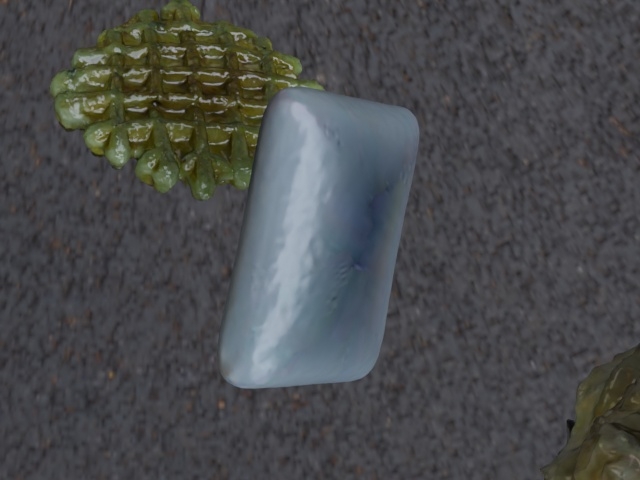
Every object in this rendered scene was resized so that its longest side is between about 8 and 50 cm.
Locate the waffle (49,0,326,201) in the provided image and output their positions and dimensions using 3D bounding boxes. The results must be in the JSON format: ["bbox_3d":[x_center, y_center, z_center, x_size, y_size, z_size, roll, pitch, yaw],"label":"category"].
[{"bbox_3d":[-0.090,-0.100,1.034,0.169,0.183,0.036,30,137,15],"label":"waffle"}]

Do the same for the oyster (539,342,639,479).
[{"bbox_3d":[0.126,0.063,0.412,0.209,0.133,0.072,-17,142,-35],"label":"oyster"}]

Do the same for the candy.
[{"bbox_3d":[0.000,0.000,0.880,0.138,0.071,0.174,3,100,-54],"label":"candy"}]
